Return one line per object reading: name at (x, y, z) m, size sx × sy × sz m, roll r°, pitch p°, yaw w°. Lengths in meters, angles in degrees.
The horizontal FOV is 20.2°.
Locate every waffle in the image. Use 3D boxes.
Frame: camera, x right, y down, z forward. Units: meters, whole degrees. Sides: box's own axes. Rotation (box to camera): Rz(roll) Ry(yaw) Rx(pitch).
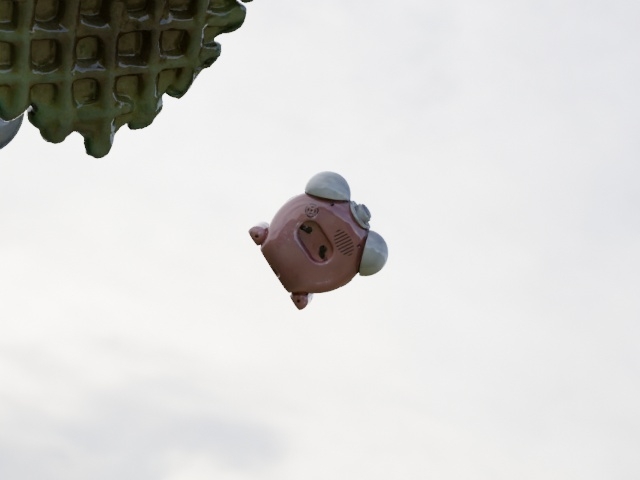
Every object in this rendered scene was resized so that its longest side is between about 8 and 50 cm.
waffle at (-0.215, -0.238, 1.749) m, size 0.309 × 0.056 × 0.292 m, roll -43°, pitch -51°, yaw 8°

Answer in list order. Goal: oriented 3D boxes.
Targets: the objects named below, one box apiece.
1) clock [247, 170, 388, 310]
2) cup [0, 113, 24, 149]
clock at (0.000, 0.000, 2.544) m, size 0.162 × 0.166 × 0.093 m, roll -33°, pitch 2°, yaw 6°
cup at (-0.436, -0.176, 2.275) m, size 0.133 × 0.099 × 0.136 m, roll 32°, pitch 17°, yaw 37°
